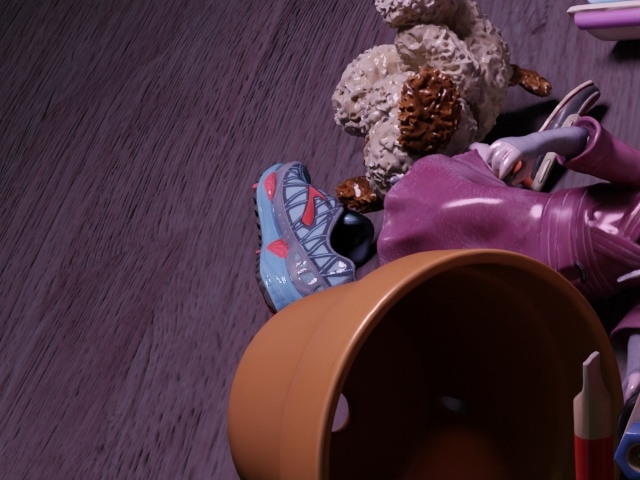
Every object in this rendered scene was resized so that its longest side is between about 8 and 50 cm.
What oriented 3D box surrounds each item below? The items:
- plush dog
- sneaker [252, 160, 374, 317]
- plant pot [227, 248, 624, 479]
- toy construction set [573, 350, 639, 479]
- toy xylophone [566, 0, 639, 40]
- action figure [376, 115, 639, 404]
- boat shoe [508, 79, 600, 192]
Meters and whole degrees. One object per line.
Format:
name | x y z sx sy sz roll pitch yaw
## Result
plush dog | 0.112 -0.129 1.683 0.225 0.210 0.262 -64 0 -35
sneaker | 0.000 0.000 1.771 0.125 0.104 0.262 -16 38 8
plant pot | 0.063 0.147 1.266 0.291 0.291 0.203 -52 28 -21
toy construction set | 0.286 0.060 1.062 0.309 0.237 0.257 -18 20 -35
toy xylophone | 0.413 -0.324 1.720 0.236 0.081 0.322 -5 45 46
action figure | 0.231 0.017 1.415 0.370 0.248 0.276 -10 6 34
boat shoe | 0.244 -0.106 1.658 0.043 0.049 0.137 37 72 18
